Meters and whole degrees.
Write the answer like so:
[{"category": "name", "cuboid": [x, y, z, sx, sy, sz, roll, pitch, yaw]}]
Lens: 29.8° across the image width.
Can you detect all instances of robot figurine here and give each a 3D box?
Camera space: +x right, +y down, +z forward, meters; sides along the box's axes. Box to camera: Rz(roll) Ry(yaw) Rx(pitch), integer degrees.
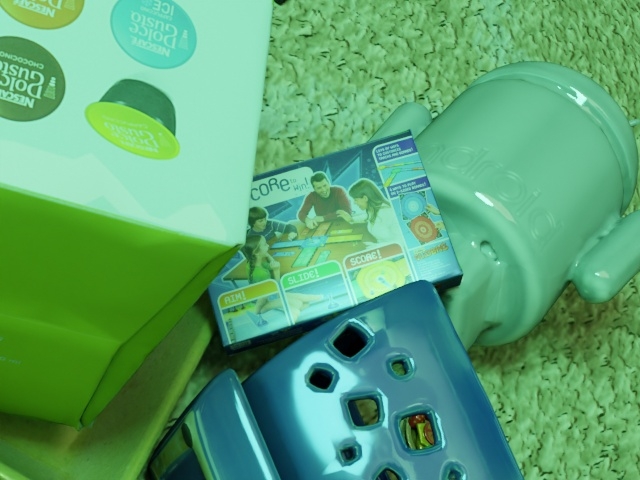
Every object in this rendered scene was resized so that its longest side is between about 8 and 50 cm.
[{"category": "robot figurine", "cuboid": [0.173, -0.039, 1.146, 0.300, 0.200, 0.353, 29, 51, 20]}]

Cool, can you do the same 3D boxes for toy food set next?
[{"category": "toy food set", "cuboid": [0.117, 0.180, 1.113, 0.083, 0.020, 0.083, 2, 64, -27]}]

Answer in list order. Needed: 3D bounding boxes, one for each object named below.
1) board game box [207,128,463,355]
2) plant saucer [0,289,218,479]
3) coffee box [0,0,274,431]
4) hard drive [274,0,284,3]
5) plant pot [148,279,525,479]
[{"category": "board game box", "cuboid": [0.000, 0.000, 0.989, 0.201, 0.035, 0.136, -16, 71, -4]}, {"category": "plant saucer", "cuboid": [-0.250, 0.023, 0.974, 0.332, 0.081, 0.333, 33, 54, -9]}, {"category": "coffee box", "cuboid": [-0.244, -0.107, 0.787, 0.337, 0.338, 0.334, 16, 59, -19]}, {"category": "hard drive", "cuboid": [-0.040, -0.324, 1.298, 0.094, 0.022, 0.135, 40, 54, -3]}, {"category": "plant pot", "cuboid": [0.003, 0.195, 0.926, 0.212, 0.236, 0.236, -17, 74, -26]}]
